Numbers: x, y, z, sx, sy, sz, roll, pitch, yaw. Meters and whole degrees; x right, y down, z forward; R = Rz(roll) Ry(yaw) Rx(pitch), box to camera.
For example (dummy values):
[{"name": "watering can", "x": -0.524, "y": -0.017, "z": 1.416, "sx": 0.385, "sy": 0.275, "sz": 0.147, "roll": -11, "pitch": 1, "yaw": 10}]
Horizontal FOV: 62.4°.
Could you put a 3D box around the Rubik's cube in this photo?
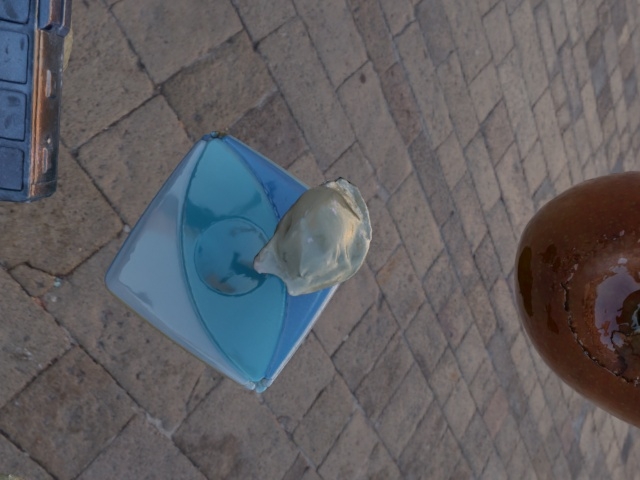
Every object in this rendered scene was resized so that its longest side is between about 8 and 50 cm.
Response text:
[{"name": "Rubik's cube", "x": -0.147, "y": 0.044, "z": 1.016, "sx": 0.347, "sy": 0.352, "sz": 0.352, "roll": 34, "pitch": 81, "yaw": 0}]

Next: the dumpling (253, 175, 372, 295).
[{"name": "dumpling", "x": 0.000, "y": 0.000, "z": 0.754, "sx": 0.199, "sy": 0.118, "sz": 0.136, "roll": -40, "pitch": 96, "yaw": -16}]

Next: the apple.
[{"name": "apple", "x": 0.272, "y": 0.051, "z": 0.429, "sx": 0.173, "sy": 0.234, "sz": 0.210, "roll": -10, "pitch": 117, "yaw": -57}]

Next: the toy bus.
[{"name": "toy bus", "x": -0.177, "y": -0.105, "z": 0.292, "sx": 0.065, "sy": 0.047, "sz": 0.166, "roll": 9, "pitch": 103, "yaw": -3}]

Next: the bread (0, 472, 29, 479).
[{"name": "bread", "x": -0.383, "y": 0.375, "z": 0.628, "sx": 0.134, "sy": 0.141, "sz": 0.148, "roll": -4, "pitch": 130, "yaw": -18}]

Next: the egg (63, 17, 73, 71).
[{"name": "egg", "x": -0.412, "y": -0.280, "z": 0.641, "sx": 0.203, "sy": 0.203, "sz": 0.245, "roll": -42, "pitch": 145, "yaw": -34}]
